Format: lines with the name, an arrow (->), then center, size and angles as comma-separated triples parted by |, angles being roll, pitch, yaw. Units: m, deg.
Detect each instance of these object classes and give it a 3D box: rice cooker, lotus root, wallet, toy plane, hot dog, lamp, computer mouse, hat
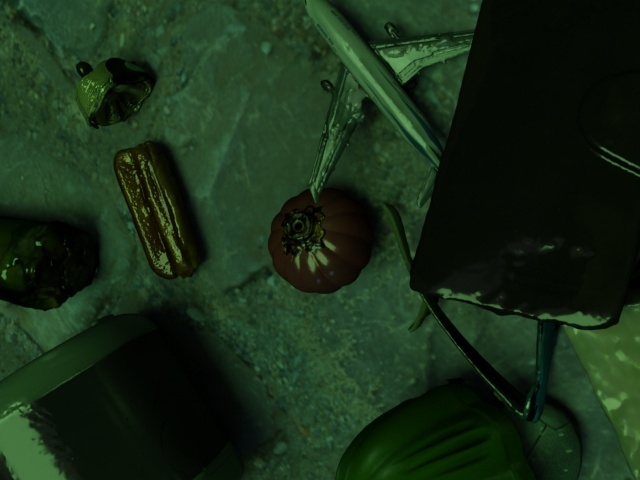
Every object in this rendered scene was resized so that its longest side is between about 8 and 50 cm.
rice cooker -> -0.251, 0.254, 0.880 | 0.288, 0.288, 0.277 | -33, 90, 33
lotus root -> 0.074, 0.229, 0.686 | 0.186, 0.186, 0.186 | 10, 111, 27
wallet -> 0.175, -0.093, 0.573 | 0.165, 0.042, 0.310 | 12, 81, 30
toy plane -> 0.056, -0.136, 0.689 | 0.226, 0.058, 0.226 | -39, 74, 14
hot dog -> -0.184, -0.031, 0.877 | 0.071, 0.045, 0.165 | -15, 98, 31
lamp -> 0.000, 0.000, 0.756 | 0.107, 0.092, 0.108 | -10, 67, 25
computer mouse -> 0.174, 0.254, 0.756 | 0.113, 0.068, 0.229 | 32, 119, 19
hat -> -0.233, -0.167, 0.840 | 0.059, 0.077, 0.076 | 43, 122, 11

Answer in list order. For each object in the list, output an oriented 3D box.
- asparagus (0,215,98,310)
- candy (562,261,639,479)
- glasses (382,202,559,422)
asparagus -> -0.459, 0.014, 1.009 | 0.381, 0.128, 0.108 | 8, 74, 28
candy -> 0.337, 0.152, 0.593 | 0.179, 0.135, 0.321 | -24, 96, 33
glasses -> 0.153, 0.031, 0.702 | 0.207, 0.102, 0.239 | 28, 123, 51
